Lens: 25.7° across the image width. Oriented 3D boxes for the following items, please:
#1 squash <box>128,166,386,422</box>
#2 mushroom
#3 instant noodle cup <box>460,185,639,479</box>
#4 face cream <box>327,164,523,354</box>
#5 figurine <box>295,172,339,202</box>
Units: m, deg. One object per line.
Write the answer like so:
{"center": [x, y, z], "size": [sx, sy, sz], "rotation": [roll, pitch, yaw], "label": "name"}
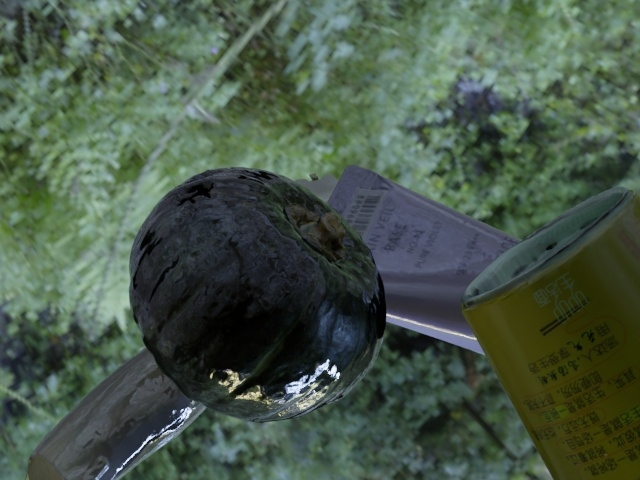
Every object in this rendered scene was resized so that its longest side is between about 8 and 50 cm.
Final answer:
{"center": [-0.041, 0.037, 0.950], "size": [0.193, 0.193, 0.156], "rotation": [31, 93, -37], "label": "squash"}
{"center": [-0.255, 0.238, 1.984], "size": [0.407, 0.137, 0.154], "rotation": [-44, 162, -13], "label": "mushroom"}
{"center": [0.221, 0.098, 0.991], "size": [0.215, 0.215, 0.236], "rotation": [-37, 93, -8], "label": "instant noodle cup"}
{"center": [0.122, 0.033, 1.208], "size": [0.096, 0.274, 0.154], "rotation": [100, 14, -55], "label": "face cream"}
{"center": [0.010, -0.002, 1.653], "size": [0.081, 0.098, 0.146], "rotation": [-1, 119, 11], "label": "figurine"}
